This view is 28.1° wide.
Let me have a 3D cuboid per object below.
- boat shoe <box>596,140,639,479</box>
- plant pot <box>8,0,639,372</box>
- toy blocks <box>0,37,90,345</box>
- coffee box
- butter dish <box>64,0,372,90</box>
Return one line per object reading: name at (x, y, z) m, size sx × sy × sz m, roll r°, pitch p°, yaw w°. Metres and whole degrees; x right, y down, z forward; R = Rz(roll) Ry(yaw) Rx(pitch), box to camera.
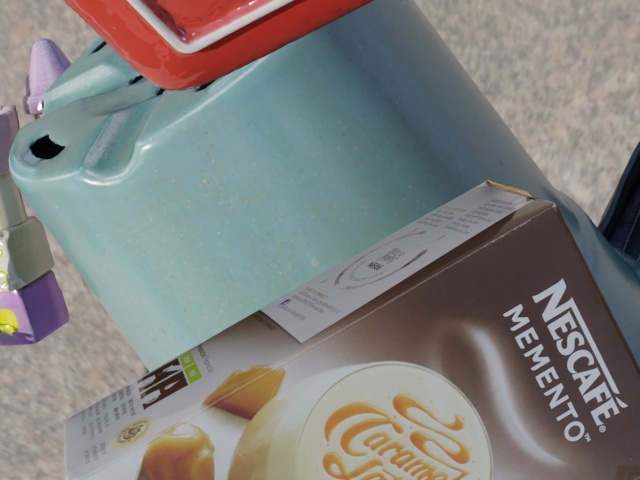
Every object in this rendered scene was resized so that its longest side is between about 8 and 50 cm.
boat shoe at (0.222, 0.061, 0.965) m, size 0.112 × 0.095 × 0.335 m, roll 16°, pitch 76°, yaw 35°
plant pot at (0.000, 0.000, 0.827) m, size 0.341 × 0.341 × 0.334 m, roll -41°, pitch 116°, yaw -9°
toy blocks at (-0.328, -0.039, 0.885) m, size 0.289 × 0.309 × 0.260 m, roll -6°, pitch 107°, yaw 24°
coffee box at (0.021, 0.093, 0.607) m, size 0.246 × 0.098 × 0.141 m, roll -30°, pitch 103°, yaw -6°
butter dish at (-0.043, -0.164, 0.510) m, size 0.160 × 0.160 × 0.118 m, roll -24°, pitch 47°, yaw 23°
